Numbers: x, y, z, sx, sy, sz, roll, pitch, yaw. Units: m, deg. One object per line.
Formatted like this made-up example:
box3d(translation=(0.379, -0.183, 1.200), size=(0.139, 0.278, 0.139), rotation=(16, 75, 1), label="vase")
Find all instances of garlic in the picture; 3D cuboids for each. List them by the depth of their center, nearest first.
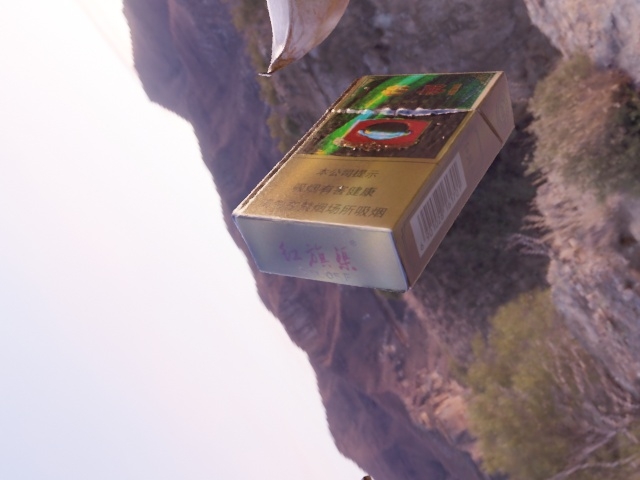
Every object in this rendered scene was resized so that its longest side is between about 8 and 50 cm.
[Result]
box3d(translation=(-0.017, -0.307, 0.869), size=(0.128, 0.115, 0.206), rotation=(-90, -1, -51), label="garlic")

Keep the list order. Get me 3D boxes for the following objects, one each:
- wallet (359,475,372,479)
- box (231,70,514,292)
box3d(translation=(0.066, 0.373, 0.739), size=(0.031, 0.137, 0.255), rotation=(18, -159, -34), label="wallet")
box3d(translation=(0.055, -0.064, 0.657), size=(0.160, 0.240, 0.071), rotation=(4, 131, 36), label="box")
